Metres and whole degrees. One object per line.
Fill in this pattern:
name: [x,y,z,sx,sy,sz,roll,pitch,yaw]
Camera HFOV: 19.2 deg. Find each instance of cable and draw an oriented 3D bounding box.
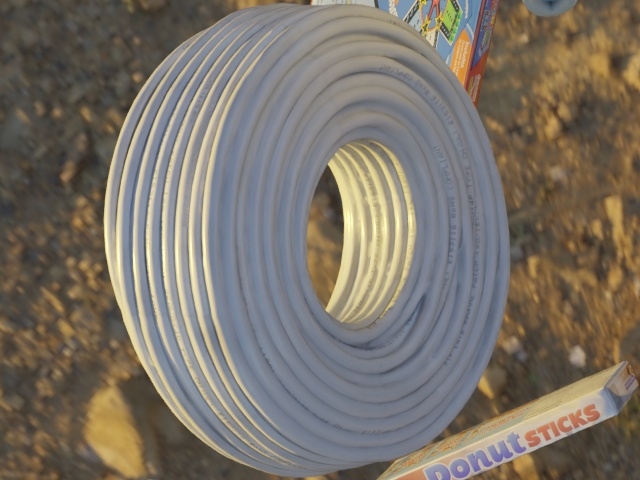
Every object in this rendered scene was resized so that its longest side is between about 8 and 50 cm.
cable: [0.000,0.000,1.020,0.089,0.257,0.257,0,105,40]

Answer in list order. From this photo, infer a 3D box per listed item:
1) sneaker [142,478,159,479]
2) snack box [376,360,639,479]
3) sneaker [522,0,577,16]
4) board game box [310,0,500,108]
sneaker: [-0.095,0.204,1.341,0.262,0.099,0.121,-12,25,6]
snack box: [0.113,0.126,1.195,0.178,0.064,0.022,-27,92,25]
sneaker: [0.114,-0.163,0.924,0.071,0.191,0.083,-5,76,10]
board game box: [0.073,-0.241,1.324,0.145,0.027,0.281,22,110,33]
